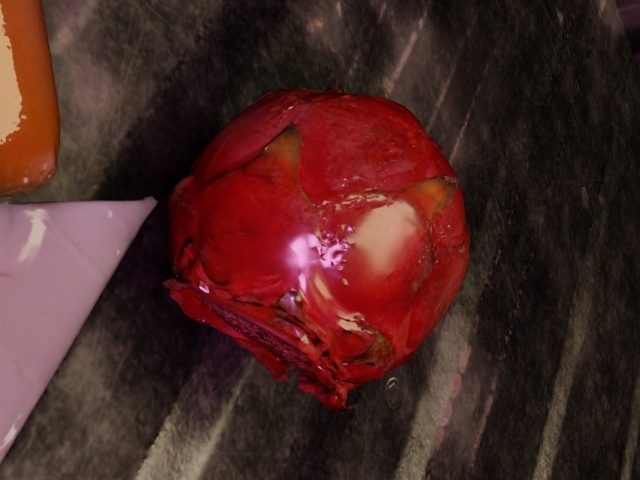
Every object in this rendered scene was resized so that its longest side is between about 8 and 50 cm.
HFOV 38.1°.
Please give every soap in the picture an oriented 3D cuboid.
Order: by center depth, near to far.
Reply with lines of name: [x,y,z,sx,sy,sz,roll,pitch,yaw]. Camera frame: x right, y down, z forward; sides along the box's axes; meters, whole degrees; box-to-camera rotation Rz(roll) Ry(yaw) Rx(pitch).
soap: [-0.287,0.005,0.615,0.257,0.159,0.302,53,44,-34]

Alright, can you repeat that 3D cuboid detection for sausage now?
sausage: [-0.266,-0.168,0.715,0.105,0.105,0.274,-14,97,-55]

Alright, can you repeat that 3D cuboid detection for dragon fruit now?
dragon fruit: [0.000,0.000,0.910,0.301,0.296,0.295,-51,125,-38]
